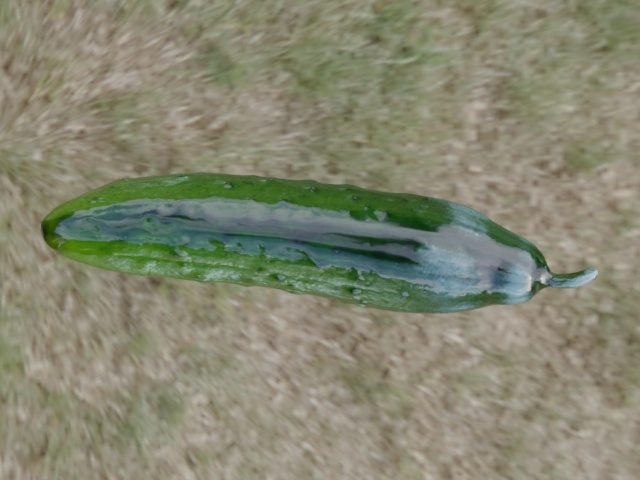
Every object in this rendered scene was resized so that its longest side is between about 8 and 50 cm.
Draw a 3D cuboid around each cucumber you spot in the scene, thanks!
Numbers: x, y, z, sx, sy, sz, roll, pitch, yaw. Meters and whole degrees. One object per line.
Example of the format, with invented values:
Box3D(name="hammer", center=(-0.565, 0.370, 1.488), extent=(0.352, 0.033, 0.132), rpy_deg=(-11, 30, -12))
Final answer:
Box3D(name="cucumber", center=(0.000, 0.000, 0.838), extent=(0.250, 0.056, 0.056), rpy_deg=(8, 91, -1))
